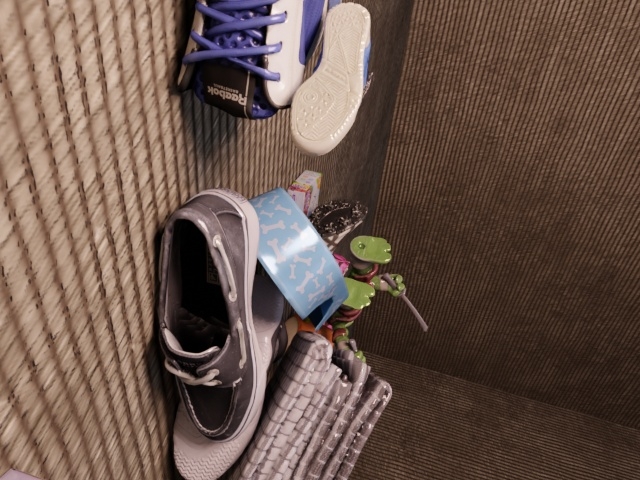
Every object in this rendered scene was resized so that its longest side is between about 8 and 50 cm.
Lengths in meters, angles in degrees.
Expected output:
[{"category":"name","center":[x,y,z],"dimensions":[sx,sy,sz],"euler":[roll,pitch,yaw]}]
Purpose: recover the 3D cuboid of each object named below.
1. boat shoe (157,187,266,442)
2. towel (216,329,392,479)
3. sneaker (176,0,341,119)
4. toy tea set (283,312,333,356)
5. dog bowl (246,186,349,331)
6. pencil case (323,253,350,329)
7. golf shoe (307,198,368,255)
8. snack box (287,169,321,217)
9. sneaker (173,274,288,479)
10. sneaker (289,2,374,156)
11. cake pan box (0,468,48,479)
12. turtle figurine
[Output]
[{"category":"boat shoe","center":[-0.117,0.101,0.512],"dimensions":[0.102,0.108,0.301],"euler":[-53,152,-65]},{"category":"towel","center":[-0.034,0.269,0.674],"dimensions":[0.283,0.121,0.235],"euler":[-61,-175,-12]},{"category":"sneaker","center":[-0.050,-0.206,0.403],"dimensions":[0.315,0.128,0.182],"euler":[76,27,-72]},{"category":"toy tea set","center":[-0.082,0.299,1.053],"dimensions":[0.200,0.124,0.335],"euler":[-22,-128,66]},{"category":"dog bowl","center":[-0.032,0.028,0.675],"dimensions":[0.074,0.166,0.297],"euler":[-35,163,-4]},{"category":"pencil case","center":[0.006,0.134,1.229],"dimensions":[0.095,0.098,0.209],"euler":[-29,133,-76]},{"category":"golf shoe","center":[0.000,0.000,0.886],"dimensions":[0.198,0.077,0.093],"euler":[-32,142,-13]},{"category":"snack box","center":[-0.036,-0.048,0.932],"dimensions":[0.100,0.037,0.141],"euler":[-60,161,-58]},{"category":"sneaker","center":[-0.108,0.187,0.688],"dimensions":[0.153,0.101,0.268],"euler":[72,35,-75]},{"category":"sneaker","center":[0.014,-0.128,0.451],"dimensions":[0.084,0.058,0.152],"euler":[78,22,-68]},{"category":"cake pan box","center":[-0.236,0.307,0.267],"dimensions":[0.246,0.070,0.266],"euler":[-53,155,-69]},{"category":"turtle figurine","center":[0.102,0.129,0.913],"dimensions":[0.198,0.274,0.266],"euler":[-30,153,-15]}]
